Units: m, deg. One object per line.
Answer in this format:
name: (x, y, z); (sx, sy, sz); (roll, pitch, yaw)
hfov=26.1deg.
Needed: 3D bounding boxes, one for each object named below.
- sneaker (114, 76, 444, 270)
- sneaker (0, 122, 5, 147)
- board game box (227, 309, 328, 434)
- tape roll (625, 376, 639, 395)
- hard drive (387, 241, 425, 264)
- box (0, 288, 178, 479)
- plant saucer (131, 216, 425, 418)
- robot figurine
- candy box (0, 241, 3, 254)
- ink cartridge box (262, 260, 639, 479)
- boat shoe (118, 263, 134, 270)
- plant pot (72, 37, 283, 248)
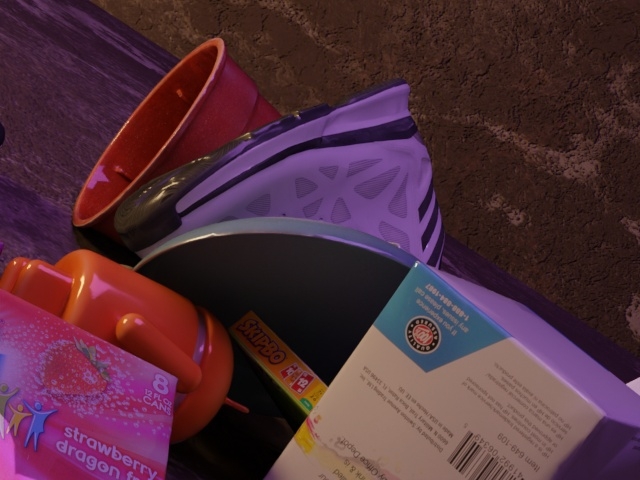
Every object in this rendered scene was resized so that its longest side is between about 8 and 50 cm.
sneaker: (0.001, 0.000, 1.418); (0.447, 0.169, 0.257); (-26, 94, -49)
sneaker: (-0.429, -0.150, 1.455); (0.100, 0.108, 0.271); (38, 10, 32)
board game box: (0.003, 0.171, 1.228); (0.124, 0.039, 0.259); (42, -15, 36)
tape roll: (0.316, 0.267, 1.341); (0.286, 0.286, 0.100); (22, 16, -46)
hard drive: (0.050, 0.098, 1.396); (0.353, 0.233, 0.047); (35, 49, -55)
box: (-0.238, 0.097, 0.711); (0.300, 0.142, 0.154); (30, 33, -20)
plant saucer: (-0.020, 0.069, 1.217); (0.318, 0.317, 0.043); (28, 51, -27)
robot figurine: (-0.162, 0.090, 1.124); (0.219, 0.158, 0.128); (28, 40, -27)
candy box: (-0.374, -0.010, 1.004); (0.233, 0.071, 0.159); (26, 9, 10)
ink cartridge box: (0.108, 0.194, 1.075); (0.198, 0.270, 0.197); (41, 11, 33)
boat shoe: (-0.165, 0.080, 1.306); (0.065, 0.075, 0.206); (42, 8, 37)
plant pot: (-0.103, -0.050, 1.626); (0.265, 0.272, 0.272); (38, 9, -20)
